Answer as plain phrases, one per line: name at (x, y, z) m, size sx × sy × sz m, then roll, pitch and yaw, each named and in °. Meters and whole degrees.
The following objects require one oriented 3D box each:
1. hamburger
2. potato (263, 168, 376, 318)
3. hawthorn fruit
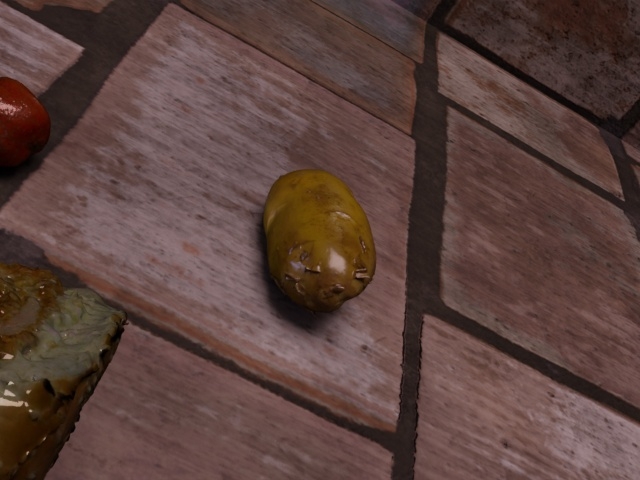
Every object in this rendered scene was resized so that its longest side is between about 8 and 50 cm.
hamburger at (-0.314, 0.149, 0.698) m, size 0.195 × 0.277 × 0.318 m, roll 29°, pitch 9°, yaw -10°
potato at (0.000, 0.000, 1.287) m, size 0.173 × 0.140 × 0.300 m, roll 13°, pitch 33°, yaw -19°
hawthorn fruit at (-0.432, -0.159, 1.136) m, size 0.128 × 0.128 × 0.128 m, roll 23°, pitch 35°, yaw -17°
